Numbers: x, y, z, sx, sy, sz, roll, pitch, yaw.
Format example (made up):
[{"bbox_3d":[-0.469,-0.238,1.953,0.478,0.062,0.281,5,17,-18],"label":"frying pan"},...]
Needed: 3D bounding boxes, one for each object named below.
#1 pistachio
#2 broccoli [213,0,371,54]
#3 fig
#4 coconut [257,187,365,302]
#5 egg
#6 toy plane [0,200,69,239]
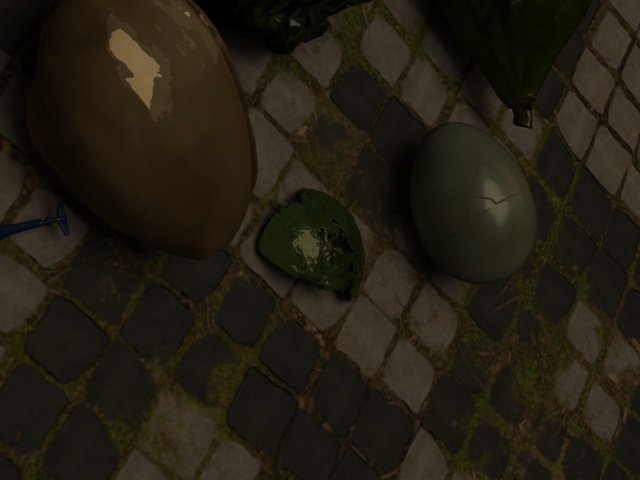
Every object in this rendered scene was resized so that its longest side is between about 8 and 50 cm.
[{"bbox_3d":[-0.176,-0.128,1.454,0.318,0.214,0.193,57,14,-24],"label":"pistachio"},{"bbox_3d":[0.001,-0.360,1.582,0.284,0.321,0.303,12,71,6],"label":"broccoli"},{"bbox_3d":[0.234,-0.330,1.833,0.233,0.233,0.314,23,89,-36],"label":"fig"},{"bbox_3d":[0.002,0.001,1.673,0.158,0.055,0.133,10,77,-40],"label":"coconut"},{"bbox_3d":[0.186,-0.047,1.776,0.151,0.151,0.209,-27,97,-40],"label":"egg"},{"bbox_3d":[-0.318,-0.007,1.399,0.167,0.062,0.054,-16,93,-51],"label":"toy plane"}]
